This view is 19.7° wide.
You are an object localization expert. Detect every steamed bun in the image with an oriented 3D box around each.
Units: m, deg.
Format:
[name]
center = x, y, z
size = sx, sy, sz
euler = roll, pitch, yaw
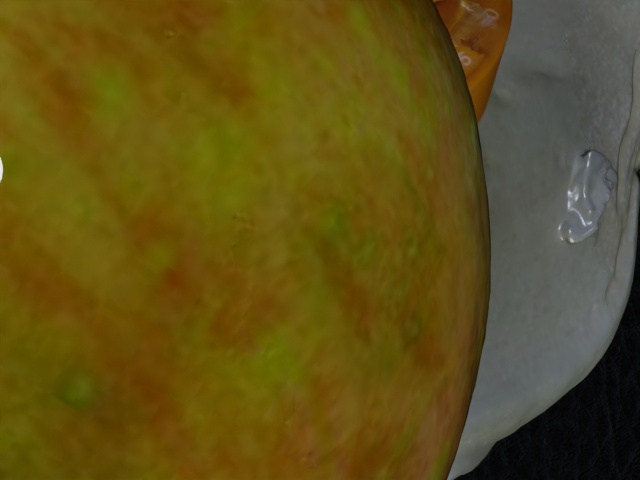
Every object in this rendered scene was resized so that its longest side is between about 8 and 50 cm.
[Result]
[steamed bun]
center = 0.004, 0.003, 0.897
size = 0.383, 0.236, 0.247
euler = -21, -176, -32

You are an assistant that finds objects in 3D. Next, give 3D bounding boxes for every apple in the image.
[apple]
center = -0.127, 0.000, 0.520
size = 0.339, 0.339, 0.339
euler = -1, 178, 0

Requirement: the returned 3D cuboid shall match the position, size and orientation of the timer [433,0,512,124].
[timer]
center = 0.026, -0.111, 0.704
size = 0.132, 0.132, 0.152
euler = 0, 156, -16
